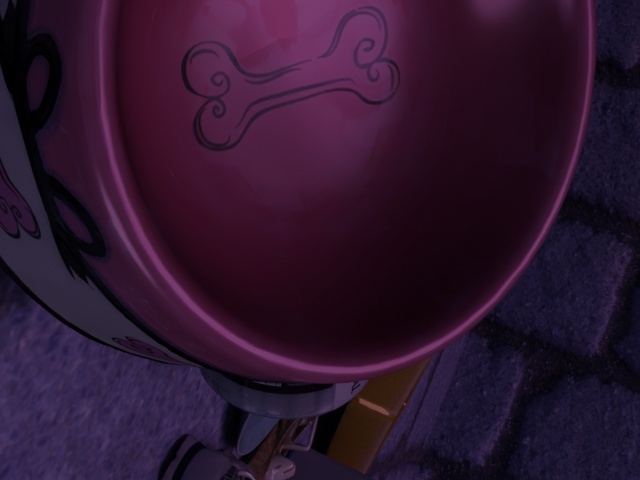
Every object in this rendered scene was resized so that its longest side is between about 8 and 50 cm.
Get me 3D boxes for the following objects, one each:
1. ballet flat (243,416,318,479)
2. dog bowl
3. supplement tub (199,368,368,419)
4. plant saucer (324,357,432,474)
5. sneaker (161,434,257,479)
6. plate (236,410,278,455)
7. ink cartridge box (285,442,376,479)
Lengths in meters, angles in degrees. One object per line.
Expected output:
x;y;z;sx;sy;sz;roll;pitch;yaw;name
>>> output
-0.054;0.298;1.144;0.206;0.067;0.073;-57;159;-29;ballet flat
-0.001;-0.099;0.471;0.408;0.150;0.407;-10;107;-33;dog bowl
-0.026;-0.003;0.730;0.193;0.194;0.316;-49;152;-44;supplement tub
0.121;0.300;1.500;0.333;0.081;0.332;-48;162;-45;plant saucer
-0.112;0.306;0.963;0.090;0.095;0.235;-66;162;-15;sneaker
-0.062;0.200;1.060;0.188;0.024;0.188;-53;164;-22;plate
0.005;0.512;1.319;0.198;0.197;0.270;-56;157;-32;ink cartridge box
